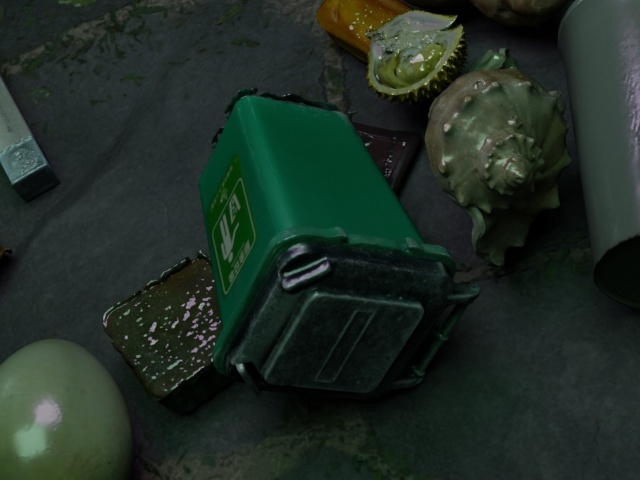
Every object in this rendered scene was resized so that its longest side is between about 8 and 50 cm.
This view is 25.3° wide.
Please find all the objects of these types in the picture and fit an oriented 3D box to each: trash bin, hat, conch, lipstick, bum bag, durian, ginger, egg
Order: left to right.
[{"bbox_3d":[-0.511,-0.206,2.246,0.066,0.068,0.317,-31,64,-5],"label":"lipstick"},{"bbox_3d":[-0.353,0.253,1.853,0.218,0.218,0.295,-18,43,6],"label":"egg"},{"bbox_3d":[0.000,0.000,1.860,0.295,0.259,0.381,8,41,-27],"label":"trash bin"},{"bbox_3d":[0.062,-0.122,2.079,0.159,0.026,0.109,14,64,30],"label":"bum bag"},{"bbox_3d":[0.127,-0.257,2.020,0.208,0.102,0.146,32,86,46],"label":"durian"},{"bbox_3d":[0.249,-0.400,2.090,0.304,0.244,0.155,18,107,28],"label":"ginger"},{"bbox_3d":[0.237,-0.108,1.879,0.186,0.263,0.324,-3,21,8],"label":"conch"},{"bbox_3d":[0.266,-0.201,2.037,0.166,0.122,0.081,53,124,29],"label":"hat"},{"bbox_3d":[0.456,-0.150,1.827,0.280,0.280,0.432,-6,61,13],"label":"trash bin"}]

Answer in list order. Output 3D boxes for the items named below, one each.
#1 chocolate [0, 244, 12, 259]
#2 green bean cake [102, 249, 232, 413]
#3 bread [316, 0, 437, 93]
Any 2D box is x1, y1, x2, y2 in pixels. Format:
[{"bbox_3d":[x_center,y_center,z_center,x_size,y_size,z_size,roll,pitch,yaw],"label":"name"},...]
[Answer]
[{"bbox_3d":[-0.634,0.144,2.062,0.162,0.162,0.445,23,72,28],"label":"chocolate"},{"bbox_3d":[-0.182,0.130,1.949,0.181,0.094,0.173,-37,57,-8],"label":"green bean cake"},{"bbox_3d":[0.098,-0.307,2.141,0.245,0.094,0.102,37,81,31],"label":"bread"}]
